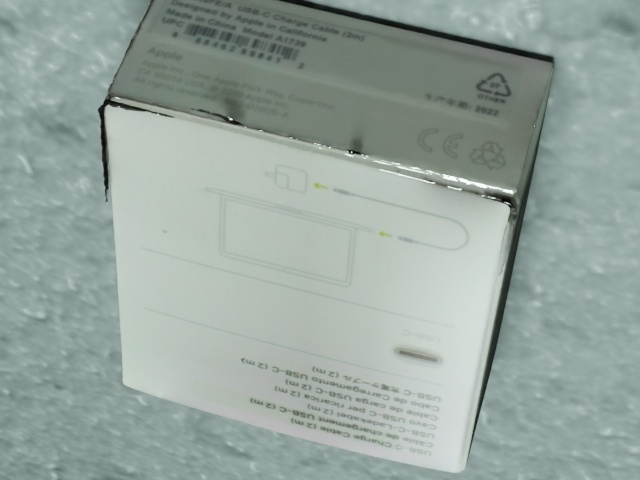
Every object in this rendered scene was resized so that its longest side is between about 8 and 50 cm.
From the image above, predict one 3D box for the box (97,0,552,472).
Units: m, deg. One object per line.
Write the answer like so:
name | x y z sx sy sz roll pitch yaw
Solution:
box | 0.000 0.000 0.983 0.203 0.106 0.251 13 141 7
